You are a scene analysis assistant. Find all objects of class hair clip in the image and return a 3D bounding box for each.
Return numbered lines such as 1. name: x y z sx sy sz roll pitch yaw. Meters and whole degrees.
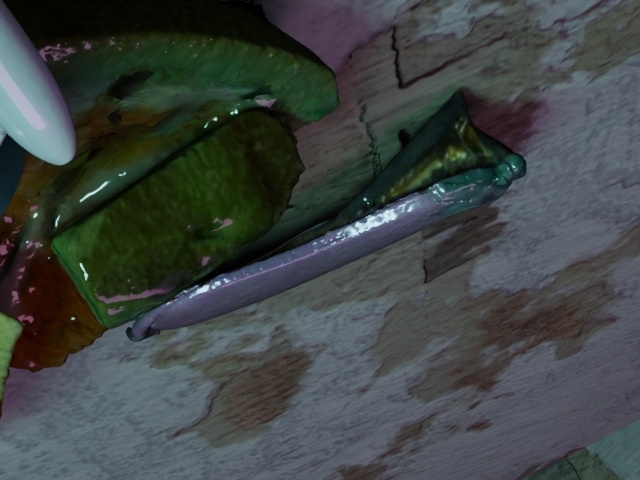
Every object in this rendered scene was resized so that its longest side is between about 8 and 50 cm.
1. hair clip: 0.001 0.000 1.080 0.358 0.110 0.096 -31 113 14

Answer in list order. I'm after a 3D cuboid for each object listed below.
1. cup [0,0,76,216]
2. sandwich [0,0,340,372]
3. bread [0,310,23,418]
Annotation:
1. cup: -0.250 -0.063 0.601 0.299 0.167 0.173 -8 132 30
2. sandwich: -0.145 -0.013 0.813 0.250 0.162 0.301 5 135 -44
3. bread: -0.285 0.110 0.849 0.138 0.077 0.361 19 155 -13
